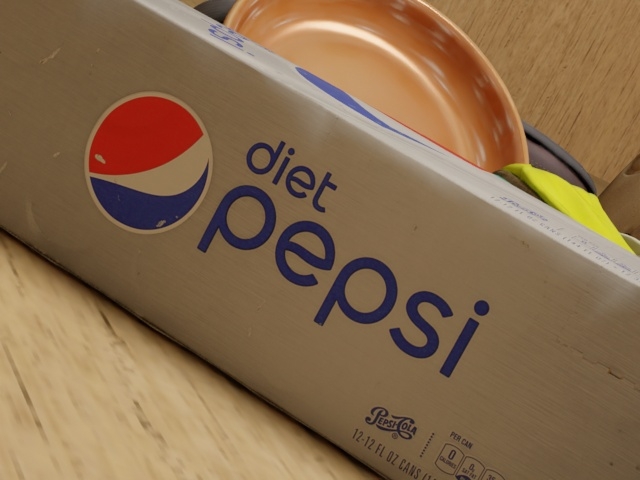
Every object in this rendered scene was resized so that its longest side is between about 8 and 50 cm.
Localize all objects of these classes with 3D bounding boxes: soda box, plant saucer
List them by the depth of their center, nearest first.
[{"bbox_3d":[0.000,0.000,0.521,0.286,0.098,0.091,30,10,18],"label":"soda box"},{"bbox_3d":[0.026,-0.066,0.841,0.200,0.037,0.200,16,54,-23],"label":"plant saucer"}]

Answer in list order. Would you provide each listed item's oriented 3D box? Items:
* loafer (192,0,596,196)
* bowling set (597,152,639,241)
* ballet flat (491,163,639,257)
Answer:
[{"bbox_3d":[0.039,-0.044,0.930,0.303,0.109,0.095,24,52,-20],"label":"loafer"},{"bbox_3d":[0.232,0.067,0.786,0.200,0.154,0.287,45,6,-9],"label":"bowling set"},{"bbox_3d":[0.130,0.037,0.633,0.077,0.077,0.231,12,27,-22],"label":"ballet flat"}]
